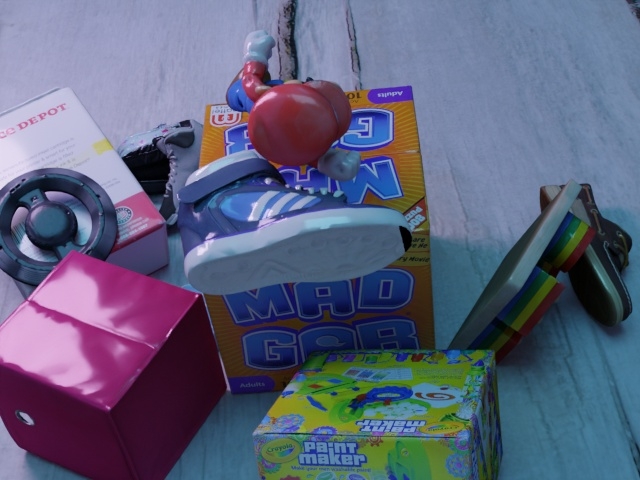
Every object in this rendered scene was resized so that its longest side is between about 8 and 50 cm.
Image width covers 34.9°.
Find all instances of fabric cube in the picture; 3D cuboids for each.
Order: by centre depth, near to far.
[{"bbox_3d":[-0.339,0.215,1.625,0.258,0.254,0.259,17,49,23],"label":"fabric cube"}]

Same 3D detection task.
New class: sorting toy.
[{"bbox_3d":[0.344,0.068,1.680,0.089,0.255,0.257,35,55,5],"label":"sorting toy"}]

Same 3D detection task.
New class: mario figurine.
[{"bbox_3d":[-0.029,-0.195,1.476,0.198,0.170,0.320,18,7,-20],"label":"mario figurine"}]

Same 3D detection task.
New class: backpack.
[{"bbox_3d":[-0.334,-0.168,2.116,0.182,0.152,0.115,-15,28,-2],"label":"backpack"}]

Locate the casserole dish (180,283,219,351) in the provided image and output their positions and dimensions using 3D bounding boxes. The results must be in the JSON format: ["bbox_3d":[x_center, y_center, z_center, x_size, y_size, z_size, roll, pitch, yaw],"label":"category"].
[{"bbox_3d":[-0.226,0.141,1.836,0.114,0.037,0.188,3,45,9],"label":"casserole dish"}]

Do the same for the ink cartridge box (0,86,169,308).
[{"bbox_3d":[-0.503,-0.071,1.941,0.279,0.160,0.385,-29,65,-19],"label":"ink cartridge box"}]

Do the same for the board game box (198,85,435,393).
[{"bbox_3d":[0.000,0.000,1.715,0.356,0.357,0.356,-5,45,4],"label":"board game box"}]

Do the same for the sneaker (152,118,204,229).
[{"bbox_3d":[-0.296,-0.142,2.022,0.229,0.132,0.086,-56,22,-3],"label":"sneaker"}]

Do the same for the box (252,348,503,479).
[{"bbox_3d":[0.093,0.287,1.438,0.289,0.177,0.279,-2,16,18],"label":"box"}]

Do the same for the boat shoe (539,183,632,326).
[{"bbox_3d":[0.495,0.010,1.804,0.123,0.123,0.342,-12,37,-1],"label":"boat shoe"}]

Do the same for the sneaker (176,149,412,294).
[{"bbox_3d":[-0.045,-0.059,1.434,0.322,0.130,0.236,-11,50,6],"label":"sneaker"}]

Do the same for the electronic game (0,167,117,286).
[{"bbox_3d":[-0.474,-0.025,1.792,0.229,0.048,0.229,3,65,-7],"label":"electronic game"}]
